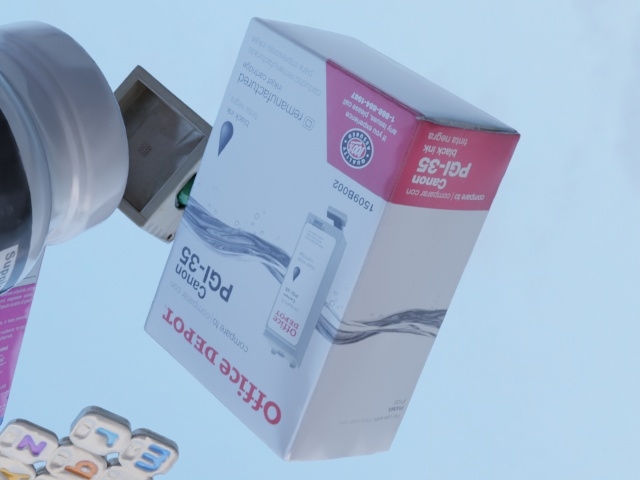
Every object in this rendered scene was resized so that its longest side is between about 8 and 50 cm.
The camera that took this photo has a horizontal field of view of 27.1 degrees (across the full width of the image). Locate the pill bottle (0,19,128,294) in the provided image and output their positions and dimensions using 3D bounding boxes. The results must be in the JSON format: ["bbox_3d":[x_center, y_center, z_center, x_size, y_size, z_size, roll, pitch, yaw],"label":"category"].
[{"bbox_3d":[-0.246,-0.023,0.699,0.278,0.162,0.162,-29,-92,-44],"label":"pill bottle"}]

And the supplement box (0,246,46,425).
[{"bbox_3d":[-0.342,0.062,1.221,0.111,0.220,0.114,19,-170,17],"label":"supplement box"}]

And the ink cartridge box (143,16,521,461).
[{"bbox_3d":[0.000,0.000,1.020,0.117,0.283,0.207,3,-155,-45],"label":"ink cartridge box"}]

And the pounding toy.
[{"bbox_3d":[-0.144,-0.057,1.218,0.141,0.130,0.100,41,180,19],"label":"pounding toy"}]

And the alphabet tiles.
[{"bbox_3d":[-0.309,0.330,1.687,0.278,0.284,0.021,29,-156,-24],"label":"alphabet tiles"}]
